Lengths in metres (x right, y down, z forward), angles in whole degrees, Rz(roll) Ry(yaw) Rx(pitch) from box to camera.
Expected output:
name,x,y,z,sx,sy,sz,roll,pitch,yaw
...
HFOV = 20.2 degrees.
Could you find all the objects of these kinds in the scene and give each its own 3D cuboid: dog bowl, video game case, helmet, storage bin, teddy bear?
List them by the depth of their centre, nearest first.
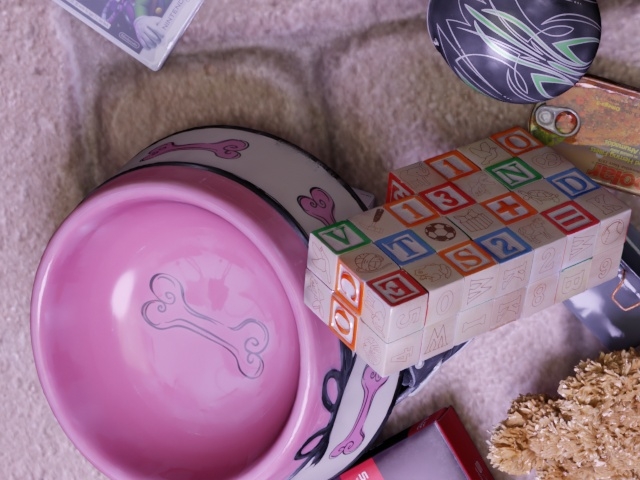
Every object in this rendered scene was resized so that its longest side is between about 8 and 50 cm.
name,x,y,z,sx,sy,sz,roll,pitch,yaw
helmet,0.191,-0.213,1.757,0.169,0.161,0.169,3,106,11
teddy bear,0.332,0.183,1.828,0.338,0.113,0.245,-17,134,16
storage bin,0.306,0.054,1.853,0.135,0.098,0.091,45,119,-3
dog bowl,-0.124,0.092,1.860,0.408,0.150,0.407,6,104,26
video game case,-0.204,-0.300,1.886,0.190,0.022,0.173,35,109,0

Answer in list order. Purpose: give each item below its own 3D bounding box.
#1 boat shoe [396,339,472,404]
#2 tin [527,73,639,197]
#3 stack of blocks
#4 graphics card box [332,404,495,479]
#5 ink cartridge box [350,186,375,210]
name,x,y,z,sx,sy,sz,roll,pitch,yaw
boat shoe,0.085,0.109,1.902,0.301,0.102,0.108,-43,94,19
tin,0.306,-0.105,1.832,0.190,0.040,0.106,18,104,6
stack of blocks,0.130,0.004,1.738,0.171,0.297,0.087,42,140,38
graphics card box,0.036,0.370,1.962,0.371,0.094,0.232,-30,89,13
ink cartridge box,0.000,0.000,1.915,0.089,0.052,0.122,17,107,7
